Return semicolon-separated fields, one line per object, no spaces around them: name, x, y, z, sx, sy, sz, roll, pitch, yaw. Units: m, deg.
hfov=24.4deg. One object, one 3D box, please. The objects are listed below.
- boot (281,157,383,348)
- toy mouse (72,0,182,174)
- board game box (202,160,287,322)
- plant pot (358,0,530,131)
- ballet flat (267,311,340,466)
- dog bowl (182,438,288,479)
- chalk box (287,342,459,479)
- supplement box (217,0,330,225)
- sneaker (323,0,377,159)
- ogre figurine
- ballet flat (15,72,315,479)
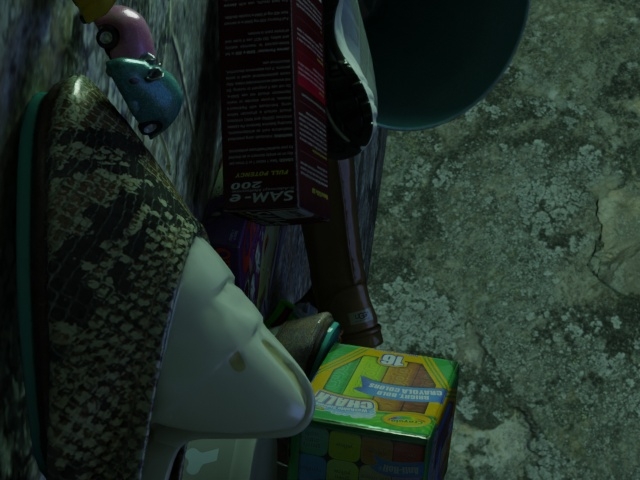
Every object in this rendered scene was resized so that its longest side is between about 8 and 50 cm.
boot;0.000;0.000;1.922;0.236;0.089;0.269;2;-75;62
toy mouse;-0.107;-0.104;0.849;0.143;0.031;0.161;62;-1;-19
board game box;-0.068;-0.037;1.525;0.347;0.056;0.208;-78;167;-46
plant pot;0.071;-0.291;1.719;0.195;0.290;0.290;33;-56;55
ballet flat;-0.048;0.159;1.587;0.316;0.106;0.107;98;16;-57
dog bowl;-0.096;0.266;1.280;0.349;0.102;0.349;6;90;-83
chalk box;0.044;0.203;1.384;0.213;0.132;0.132;-55;152;-66
supplement box;-0.041;-0.138;1.334;0.130;0.073;0.239;23;64;-76
sneaker;-0.002;-0.220;1.520;0.108;0.100;0.271;-43;122;-74
ogre figurine;-0.036;0.140;1.810;0.118;0.097;0.197;-65;154;-11
ballet flat;-0.093;0.154;0.816;0.164;0.182;0.483;41;54;-82
